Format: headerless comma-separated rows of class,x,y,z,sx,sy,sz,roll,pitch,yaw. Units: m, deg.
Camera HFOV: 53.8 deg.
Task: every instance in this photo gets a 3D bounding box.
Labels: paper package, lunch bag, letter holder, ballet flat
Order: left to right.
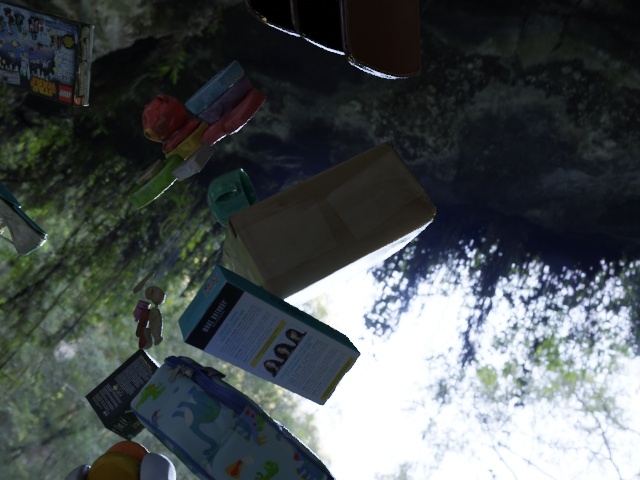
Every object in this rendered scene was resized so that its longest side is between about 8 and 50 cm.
ballet flat,-0.472,-0.038,0.943,0.168,0.052,0.057,39,-9,29
lunch bag,-0.093,0.219,0.678,0.219,0.090,0.176,46,-21,-22
paper package,0.000,0.000,1.168,0.168,0.324,0.309,60,-17,9
letter holder,0.030,-0.336,0.916,0.151,0.301,0.215,-2,-81,27

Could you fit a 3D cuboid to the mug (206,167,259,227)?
mug,-0.214,-0.103,1.479,0.097,0.130,0.158,-20,-45,8

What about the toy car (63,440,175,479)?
toy car,-0.283,0.389,0.937,0.159,0.136,0.182,-9,-86,1

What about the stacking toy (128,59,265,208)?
stacking toy,-0.272,-0.215,1.197,0.308,0.280,0.130,-22,-63,42

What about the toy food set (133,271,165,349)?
toy food set,-0.254,0.112,0.937,0.019,0.122,0.078,22,-48,-40

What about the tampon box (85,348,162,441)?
tampon box,-0.415,0.346,1.417,0.101,0.161,0.120,40,-16,32

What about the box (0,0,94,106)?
box,-0.330,-0.219,0.734,0.136,0.027,0.094,18,-68,15

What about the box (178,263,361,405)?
box,-0.067,0.136,0.879,0.244,0.101,0.060,33,6,-28
